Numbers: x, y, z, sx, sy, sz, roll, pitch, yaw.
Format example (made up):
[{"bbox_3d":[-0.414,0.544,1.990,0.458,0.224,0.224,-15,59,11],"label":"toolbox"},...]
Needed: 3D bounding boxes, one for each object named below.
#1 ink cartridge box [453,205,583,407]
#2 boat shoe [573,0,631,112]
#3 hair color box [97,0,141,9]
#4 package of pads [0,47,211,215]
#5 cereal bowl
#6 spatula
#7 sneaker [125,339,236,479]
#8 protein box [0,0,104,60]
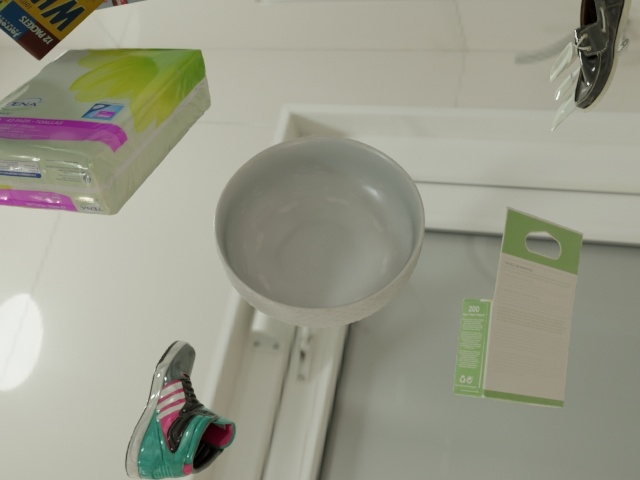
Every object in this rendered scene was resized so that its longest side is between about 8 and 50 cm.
[{"bbox_3d":[0.256,0.089,1.147,0.171,0.056,0.235,15,-101,-39],"label":"ink cartridge box"},{"bbox_3d":[0.452,-0.322,1.500,0.084,0.079,0.233,147,141,-69],"label":"boat shoe"},{"bbox_3d":[-0.337,-0.618,1.902,0.113,0.375,0.185,83,173,-54],"label":"hair color box"},{"bbox_3d":[-0.307,-0.151,1.178,0.296,0.229,0.101,-59,-33,-47],"label":"package of pads"},{"bbox_3d":[0.000,0.000,1.467,0.141,0.339,0.338,87,-163,-57],"label":"cereal bowl"},{"bbox_3d":[0.485,-0.331,1.638,0.242,0.019,0.168,123,163,-55],"label":"spatula"},{"bbox_3d":[-0.244,0.327,1.725,0.123,0.179,0.295,81,-161,-50],"label":"sneaker"},{"bbox_3d":[-0.396,-0.407,1.287,0.136,0.200,0.201,42,-167,-43],"label":"protein box"}]
